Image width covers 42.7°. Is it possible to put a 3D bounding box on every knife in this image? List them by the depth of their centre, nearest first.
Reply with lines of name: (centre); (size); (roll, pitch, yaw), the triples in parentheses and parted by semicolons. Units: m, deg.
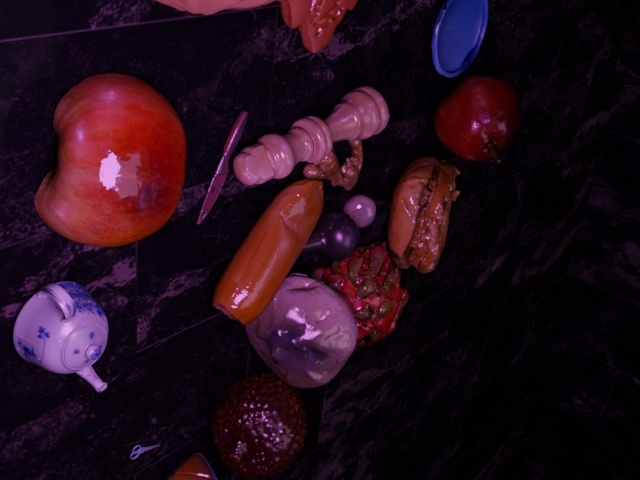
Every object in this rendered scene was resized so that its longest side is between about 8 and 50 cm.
knife: (-0.196, -0.144, 1.632); (0.035, 0.018, 0.247); (8, 109, -59)

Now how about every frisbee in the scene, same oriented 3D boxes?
frisbee: (0.344, -0.533, 2.064); (0.242, 0.045, 0.242); (-32, 136, -37)

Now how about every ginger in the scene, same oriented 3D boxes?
ginger: (0.045, -0.171, 1.904); (0.193, 0.052, 0.176); (-49, 139, -22)

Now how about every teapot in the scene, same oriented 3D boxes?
teapot: (-0.429, 0.160, 1.406); (0.159, 0.159, 0.232); (-39, 140, -32)

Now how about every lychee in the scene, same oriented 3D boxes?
lychee: (-0.139, 0.426, 1.921); (0.271, 0.236, 0.236); (-59, 158, -56)

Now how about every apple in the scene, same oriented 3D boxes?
apple: (-0.316, -0.112, 1.355); (0.251, 0.163, 0.293); (-2, 116, -52)

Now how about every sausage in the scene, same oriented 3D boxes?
sausage: (-0.104, 0.014, 1.778); (0.134, 0.116, 0.354); (44, 73, -41)

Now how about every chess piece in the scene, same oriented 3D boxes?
chess piece: (-0.025, -0.214, 1.733); (0.397, 0.117, 0.117); (-31, 135, -36)

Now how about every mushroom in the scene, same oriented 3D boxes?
mushroom: (0.097, -0.077, 2.038); (0.079, 0.085, 0.085); (-96, -162, -68)

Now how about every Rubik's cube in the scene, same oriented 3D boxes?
Rubik's cube: (-0.272, 0.665, 1.916); (0.254, 0.254, 0.254); (-33, 137, -37)

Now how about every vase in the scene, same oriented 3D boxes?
vase: (0.000, 0.000, 1.921); (0.183, 0.120, 0.120); (-16, 126, -32)

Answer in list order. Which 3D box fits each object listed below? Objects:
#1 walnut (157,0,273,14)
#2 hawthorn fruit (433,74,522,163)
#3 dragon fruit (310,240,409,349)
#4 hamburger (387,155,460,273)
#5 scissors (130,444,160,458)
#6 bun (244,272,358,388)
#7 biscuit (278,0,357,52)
walnut: (-0.164, -0.504, 1.131); (0.383, 0.383, 0.384); (-33, 137, -37)
hawthorn fruit: (0.412, -0.298, 2.125); (0.230, 0.266, 0.210); (-30, 135, 24)
dragon fruit: (0.094, 0.129, 2.022); (0.303, 0.231, 0.237); (-49, 140, -27)
hamburger: (0.271, -0.064, 2.163); (0.318, 0.158, 0.319); (14, 90, -76)
scissors: (-0.385, 0.460, 1.804); (0.083, 0.006, 0.036); (1, 114, -54)
bun: (-0.053, 0.214, 1.854); (0.168, 0.273, 0.273); (-50, 151, -57)
biscuit: (-0.012, -0.519, 1.588); (0.306, 0.043, 0.284); (5, 108, -55)
